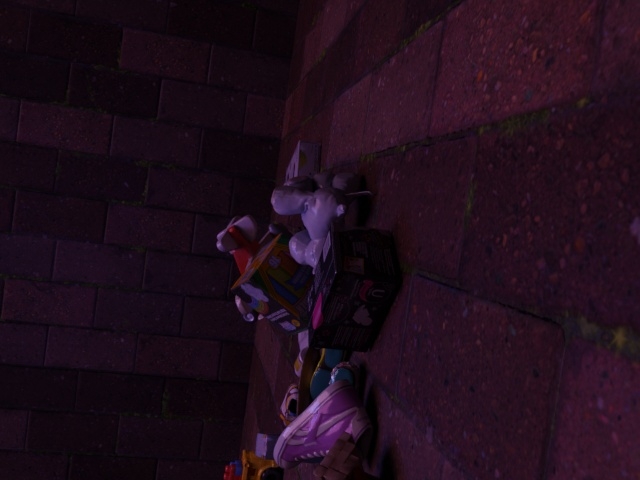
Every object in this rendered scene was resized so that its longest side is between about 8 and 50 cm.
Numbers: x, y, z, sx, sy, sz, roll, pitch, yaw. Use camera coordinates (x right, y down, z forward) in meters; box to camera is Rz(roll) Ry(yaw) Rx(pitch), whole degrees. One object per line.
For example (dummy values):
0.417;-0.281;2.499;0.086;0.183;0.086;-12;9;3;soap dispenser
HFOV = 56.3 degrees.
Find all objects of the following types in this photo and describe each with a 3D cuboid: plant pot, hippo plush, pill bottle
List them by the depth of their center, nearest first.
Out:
0.027;-0.040;1.586;0.294;0.234;0.236;13;120;38;hippo plush
-0.026;0.415;1.684;0.236;0.032;0.236;4;-90;-80;plant pot
-0.046;0.386;1.879;0.116;0.065;0.065;113;161;-51;pill bottle

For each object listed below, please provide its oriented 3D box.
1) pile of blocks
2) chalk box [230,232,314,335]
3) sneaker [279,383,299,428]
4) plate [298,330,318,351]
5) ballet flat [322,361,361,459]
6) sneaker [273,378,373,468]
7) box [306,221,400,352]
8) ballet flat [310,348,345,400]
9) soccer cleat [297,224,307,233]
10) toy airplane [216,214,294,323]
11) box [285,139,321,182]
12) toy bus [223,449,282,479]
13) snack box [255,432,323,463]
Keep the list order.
0.073;0.557;1.156;0.112;0.149;0.362;12;109;36;pile of blocks
-0.076;0.149;1.724;0.179;0.289;0.180;-57;13;-27;chalk box
-0.100;0.576;2.015;0.084;0.069;0.185;-95;15;-65;sneaker
-0.029;0.226;1.949;0.277;0.045;0.278;124;151;-65;plate
0.054;0.395;1.394;0.077;0.091;0.241;-8;-68;-70;ballet flat
0.007;0.451;1.299;0.282;0.102;0.161;-55;54;28;sneaker
0.065;0.106;1.315;0.163;0.142;0.247;-93;17;-47;box
0.030;0.320;1.558;0.077;0.077;0.231;-60;-14;-60;ballet flat
0.001;-0.001;1.906;0.121;0.093;0.289;68;166;-7;soccer cleat
-0.171;0.081;1.976;0.384;0.272;0.386;37;-133;-64;toy airplane
-0.074;-0.257;2.368;0.290;0.087;0.169;129;146;-69;box
-0.258;0.899;2.241;0.149;0.211;0.220;-149;65;-76;toy bus
-0.083;0.575;1.661;0.207;0.174;0.070;128;148;-68;snack box
